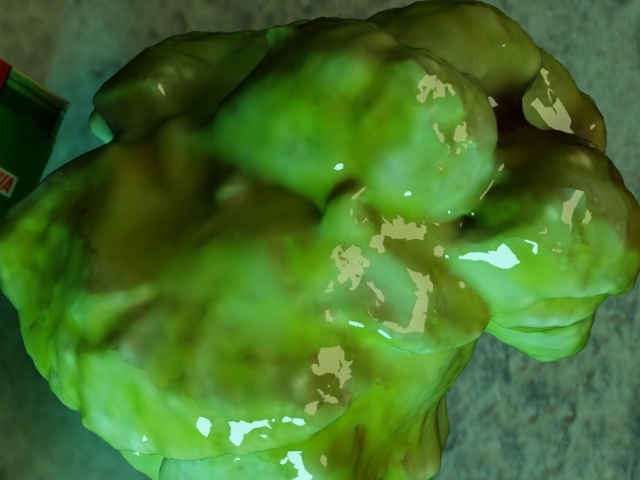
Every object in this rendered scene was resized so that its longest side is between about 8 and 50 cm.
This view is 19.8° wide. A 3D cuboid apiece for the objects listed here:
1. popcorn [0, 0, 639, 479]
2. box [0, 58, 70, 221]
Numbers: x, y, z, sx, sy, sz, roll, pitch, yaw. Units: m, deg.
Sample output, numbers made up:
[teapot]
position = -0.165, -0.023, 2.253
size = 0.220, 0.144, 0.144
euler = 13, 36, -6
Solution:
[popcorn]
position = 0.006, -0.001, 0.819
size = 0.225, 0.276, 0.276
euler = 35, 67, -43
[box]
position = -0.204, 0.014, 0.783
size = 0.132, 0.034, 0.235
euler = 32, 69, -37
